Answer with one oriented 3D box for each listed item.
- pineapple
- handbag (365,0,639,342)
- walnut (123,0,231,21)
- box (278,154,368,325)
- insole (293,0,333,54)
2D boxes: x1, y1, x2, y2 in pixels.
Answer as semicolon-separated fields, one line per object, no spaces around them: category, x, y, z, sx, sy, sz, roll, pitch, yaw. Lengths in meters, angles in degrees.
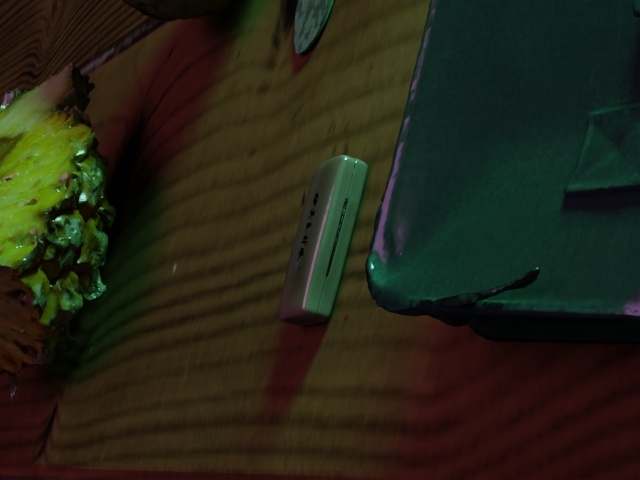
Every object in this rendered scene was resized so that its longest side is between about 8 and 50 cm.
pineapple;-0.269;-0.011;1.442;0.344;0.209;0.286;5;45;40
handbag;0.137;-0.110;0.726;0.238;0.089;0.326;-7;65;61
walnut;-0.128;-0.283;1.328;0.178;0.178;0.230;-65;29;7
box;0.000;0.000;0.990;0.048;0.025;0.115;-11;60;60
insole;0.005;-0.234;1.194;0.065;0.006;0.193;-30;44;55
